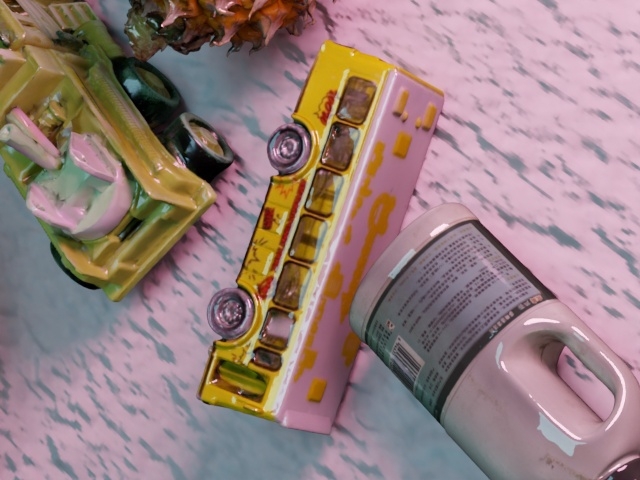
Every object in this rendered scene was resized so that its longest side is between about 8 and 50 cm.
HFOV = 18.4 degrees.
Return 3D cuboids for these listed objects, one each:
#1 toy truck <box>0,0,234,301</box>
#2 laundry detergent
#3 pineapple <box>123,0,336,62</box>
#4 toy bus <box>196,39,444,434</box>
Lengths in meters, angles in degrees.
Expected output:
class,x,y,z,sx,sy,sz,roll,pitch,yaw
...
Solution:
class,x,y,z,sx,sy,sz,roll,pitch,yaw
toy truck,-0.182,-0.097,1.274,0.128,0.135,0.259,-45,57,17
laundry detergent,0.114,0.083,1.081,0.099,0.070,0.226,-49,58,8
pineapple,-0.078,-0.167,1.195,0.161,0.176,0.137,46,109,32
toy bus,0.000,0.000,1.172,0.074,0.081,0.226,19,88,30
